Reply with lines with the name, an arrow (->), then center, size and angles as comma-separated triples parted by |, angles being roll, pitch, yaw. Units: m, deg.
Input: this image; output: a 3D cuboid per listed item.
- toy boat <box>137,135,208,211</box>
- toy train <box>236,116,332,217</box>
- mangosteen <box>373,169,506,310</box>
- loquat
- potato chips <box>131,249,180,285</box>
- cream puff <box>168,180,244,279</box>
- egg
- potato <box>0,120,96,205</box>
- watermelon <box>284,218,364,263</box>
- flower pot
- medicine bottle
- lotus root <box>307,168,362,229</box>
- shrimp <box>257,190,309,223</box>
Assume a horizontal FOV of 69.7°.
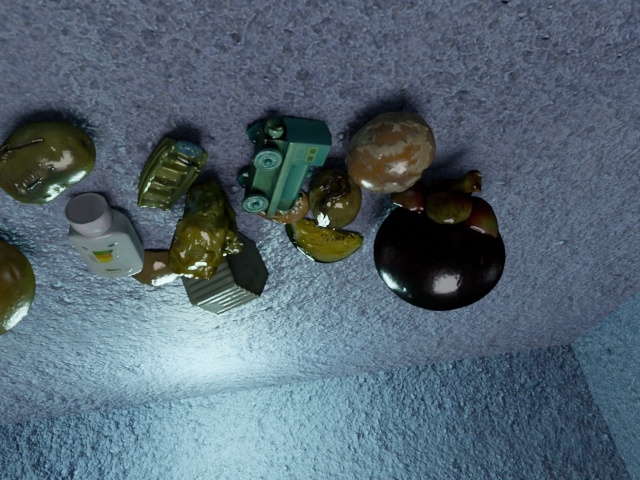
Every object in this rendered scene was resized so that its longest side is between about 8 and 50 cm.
toy boat -> -0.370, -0.174, 1.139 | 0.111, 0.084, 0.276 | 12, 145, -35
toy train -> -0.100, -0.177, 1.165 | 0.194, 0.120, 0.298 | -1, 144, -22
mangosteen -> 0.346, -0.001, 1.352 | 0.383, 0.382, 0.434 | -10, 131, 0
loquat -> -0.956, 0.128, 1.274 | 0.276, 0.283, 0.276 | -7, 154, -3
potato chips -> -0.549, 0.107, 1.550 | 0.208, 0.061, 0.195 | -29, 145, 24
cream puff -> -0.291, -0.022, 1.225 | 0.185, 0.281, 0.281 | 19, 141, -13
egg -> 0.167, -0.210, 1.119 | 0.233, 0.194, 0.195 | -36, 139, 31
potato -> -0.613, -0.172, 1.017 | 0.248, 0.143, 0.169 | -22, 156, 18
watermelon -> 0.000, 0.000, 1.519 | 0.301, 0.123, 0.129 | 16, 108, -33
flower pot -> -0.304, 0.103, 1.468 | 0.190, 0.209, 0.239 | -26, 142, 23
medicine bottle -> -0.614, -0.005, 1.311 | 0.161, 0.111, 0.296 | -4, 146, -8
lotus root -> 0.035, -0.103, 1.293 | 0.154, 0.153, 0.278 | -4, 159, -9
shrimp -> -0.117, -0.109, 1.346 | 0.188, 0.051, 0.132 | 4, 125, -27
